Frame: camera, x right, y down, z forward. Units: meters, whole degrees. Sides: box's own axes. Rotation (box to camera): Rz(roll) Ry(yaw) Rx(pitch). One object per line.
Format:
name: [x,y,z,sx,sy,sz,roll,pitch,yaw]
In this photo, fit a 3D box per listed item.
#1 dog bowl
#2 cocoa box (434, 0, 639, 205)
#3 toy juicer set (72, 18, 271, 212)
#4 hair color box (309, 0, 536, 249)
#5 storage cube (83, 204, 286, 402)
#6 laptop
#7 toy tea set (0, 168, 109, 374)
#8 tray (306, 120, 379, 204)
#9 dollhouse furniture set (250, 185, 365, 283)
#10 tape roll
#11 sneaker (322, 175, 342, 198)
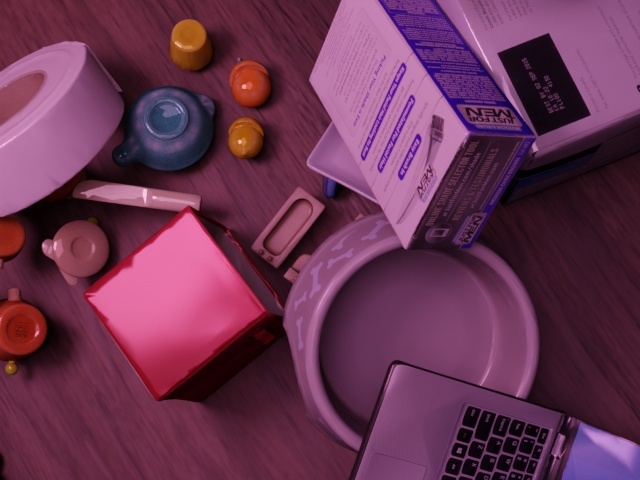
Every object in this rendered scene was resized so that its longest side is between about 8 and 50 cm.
dog bowl: [0.125,0.135,1.348,0.349,0.102,0.348,-1,96,-10]
cocoa box: [0.288,-0.263,1.382,0.231,0.228,0.347,-22,76,-5]
toy juicer set: [-0.196,-0.153,1.551,0.209,0.089,0.329,28,78,2]
hair color box: [0.115,-0.170,1.303,0.110,0.185,0.339,0,45,-28]
storage cube: [-0.177,0.094,1.446,0.193,0.183,0.215,-40,76,3]
laptop: [0.237,0.397,1.224,0.408,0.236,0.382,19,91,-19]
toy tea set: [-0.443,0.028,1.551,0.200,0.124,0.336,41,68,-18]
tray: [0.104,-0.174,1.481,0.145,0.030,0.270,29,68,8]
dollhouse furniture set: [0.000,0.000,1.443,0.151,0.123,0.144,38,89,3]
tape roll: [-0.428,-0.164,1.503,0.286,0.100,0.286,-24,34,17]
sneaker: [0.052,-0.120,1.507,0.059,0.053,0.144,30,88,13]
